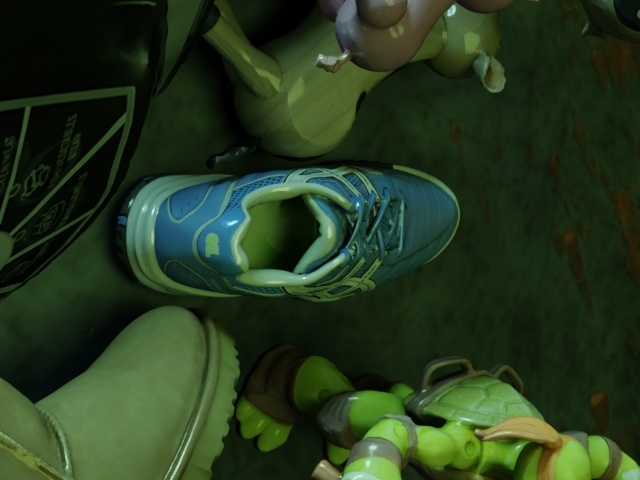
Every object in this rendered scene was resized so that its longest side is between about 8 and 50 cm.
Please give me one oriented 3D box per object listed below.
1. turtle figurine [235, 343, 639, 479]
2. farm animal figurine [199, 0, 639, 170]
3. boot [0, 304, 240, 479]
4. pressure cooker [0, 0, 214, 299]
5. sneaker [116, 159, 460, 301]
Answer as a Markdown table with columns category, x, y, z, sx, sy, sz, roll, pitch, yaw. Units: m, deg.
| category | x | y | z | sx | sy | sz | roll | pitch | yaw |
| --- | --- | --- | --- | --- | --- | --- | --- | --- | --- |
| turtle figurine | 0.055 | 0.099 | 0.880 | 0.269 | 0.217 | 0.087 | 2 | 95 | -40 |
| farm animal figurine | 0.117 | -0.167 | 0.898 | 0.172 | 0.330 | 0.327 | 52 | 36 | -30 |
| boot | -0.170 | 0.049 | 0.758 | 0.269 | 0.089 | 0.236 | 38 | 34 | -20 |
| pressure cooker | -0.264 | -0.098 | 0.445 | 0.420 | 0.375 | 0.370 | -39 | 124 | -48 |
| sneaker | 0.000 | 0.000 | 0.908 | 0.211 | 0.081 | 0.080 | -8 | 101 | -40 |
